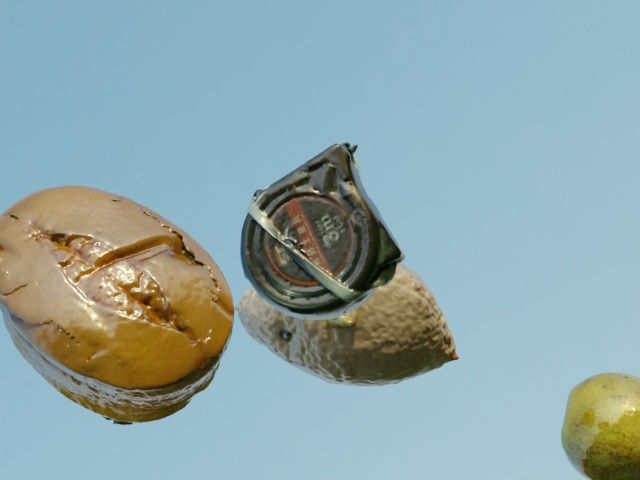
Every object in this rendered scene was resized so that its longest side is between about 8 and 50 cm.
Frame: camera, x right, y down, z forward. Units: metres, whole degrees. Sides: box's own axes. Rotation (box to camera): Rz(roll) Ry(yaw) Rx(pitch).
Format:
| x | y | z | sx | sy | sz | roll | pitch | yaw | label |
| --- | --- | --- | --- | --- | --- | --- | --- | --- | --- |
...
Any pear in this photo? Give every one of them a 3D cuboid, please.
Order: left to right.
| x | y | z | sx | sy | sz | roll | pitch | yaw | label |
| --- | --- | --- | --- | --- | --- | --- | --- | --- | --- |
| 0.499 | 0.314 | 2.505 | 0.197 | 0.197 | 0.197 | -29 | -34 | -22 | pear |

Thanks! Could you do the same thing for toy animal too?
| x | y | z | sx | sy | sz | roll | pitch | yaw | label |
| --- | --- | --- | --- | --- | --- | --- | --- | --- | --- |
| 0.060 | 0.121 | 2.364 | 0.358 | 0.188 | 0.226 | 13 | -44 | -17 | toy animal |

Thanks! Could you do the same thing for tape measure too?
| x | y | z | sx | sy | sz | roll | pitch | yaw | label |
| --- | --- | --- | --- | --- | --- | --- | --- | --- | --- |
| -0.004 | 0.003 | 1.795 | 0.181 | 0.182 | 0.107 | -26 | -12 | 10 | tape measure |

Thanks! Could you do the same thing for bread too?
| x | y | z | sx | sy | sz | roll | pitch | yaw | label |
| --- | --- | --- | --- | --- | --- | --- | --- | --- | --- |
| -0.213 | 0.059 | 1.523 | 0.195 | 0.270 | 0.142 | -44 | -22 | -29 | bread |
